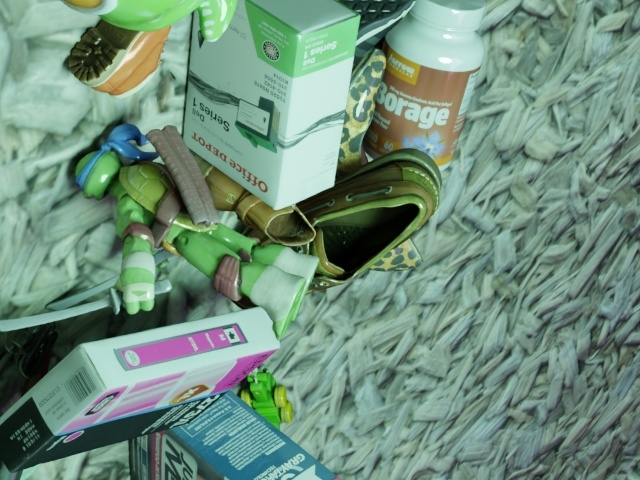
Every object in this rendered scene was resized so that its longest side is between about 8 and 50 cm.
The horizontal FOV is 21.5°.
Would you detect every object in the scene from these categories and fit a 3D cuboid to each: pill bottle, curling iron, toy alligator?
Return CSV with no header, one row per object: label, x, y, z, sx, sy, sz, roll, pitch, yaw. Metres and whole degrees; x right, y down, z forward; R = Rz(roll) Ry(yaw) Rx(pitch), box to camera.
pill bottle,0.126,-0.198,2.022,0.121,0.121,0.216,-19,134,-44
curling iron,-0.333,0.210,1.810,0.068,0.035,0.274,7,99,-56
toy alligator,-0.074,0.192,2.196,0.189,0.056,0.051,72,17,-52

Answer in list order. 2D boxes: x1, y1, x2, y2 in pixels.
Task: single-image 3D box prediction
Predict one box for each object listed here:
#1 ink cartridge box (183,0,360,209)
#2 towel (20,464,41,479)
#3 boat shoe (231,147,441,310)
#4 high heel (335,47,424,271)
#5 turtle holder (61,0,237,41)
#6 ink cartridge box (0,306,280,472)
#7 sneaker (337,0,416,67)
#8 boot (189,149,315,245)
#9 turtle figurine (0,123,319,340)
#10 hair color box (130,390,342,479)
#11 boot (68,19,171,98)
ink cartridge box,-0.056,-0.165,1.766,0.093,0.160,0.219,-26,138,-38
towel,-0.459,0.304,1.787,0.325,0.038,0.248,-47,147,-14
boat shoe,0.000,0.000,1.943,0.307,0.110,0.104,-35,-161,25
high heel,0.078,-0.089,1.992,0.093,0.186,0.261,-72,-173,-61
turtle holder,-0.146,-0.339,1.396,0.227,0.243,0.320,21,123,-43
ink cartridge box,-0.172,0.152,1.844,0.176,0.069,0.371,-41,164,33
sneaker,0.017,-0.233,1.906,0.235,0.084,0.097,-41,170,-20
boot,-0.056,-0.045,1.887,0.197,0.152,0.073,-3,121,-53
turtle figurine,-0.155,0.041,1.739,0.198,0.266,0.274,101,13,-71
hair color box,-0.080,0.314,2.011,0.105,0.347,0.173,-31,141,-34
boot,-0.174,-0.208,1.671,0.158,0.059,0.084,-47,152,3
